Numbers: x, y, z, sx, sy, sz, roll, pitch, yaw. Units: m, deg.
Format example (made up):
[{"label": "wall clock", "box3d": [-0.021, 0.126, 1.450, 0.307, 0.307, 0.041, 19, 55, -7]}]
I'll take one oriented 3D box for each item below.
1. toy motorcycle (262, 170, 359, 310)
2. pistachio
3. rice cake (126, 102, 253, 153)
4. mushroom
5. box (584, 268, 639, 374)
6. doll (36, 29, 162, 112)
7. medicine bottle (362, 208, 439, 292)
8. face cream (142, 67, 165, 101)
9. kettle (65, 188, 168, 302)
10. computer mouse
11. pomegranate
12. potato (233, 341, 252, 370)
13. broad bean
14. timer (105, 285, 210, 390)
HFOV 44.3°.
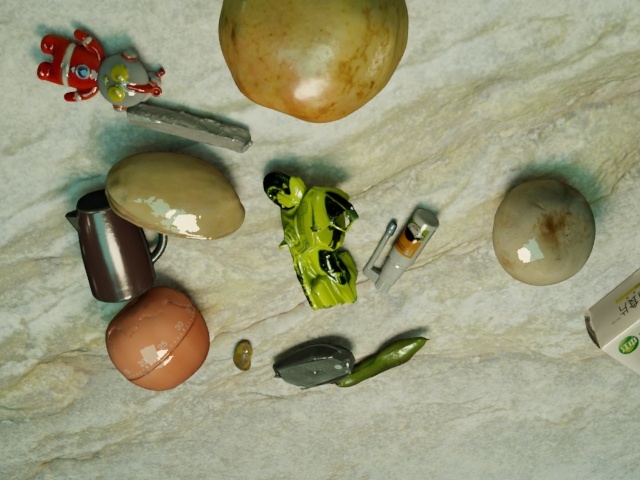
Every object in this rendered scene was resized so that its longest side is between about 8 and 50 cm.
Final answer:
[{"label": "toy motorcycle", "box3d": [0.001, -0.001, 1.699, 0.206, 0.142, 0.342, 17, 137, 40]}, {"label": "pistachio", "box3d": [-0.296, -0.091, 1.628, 0.293, 0.181, 0.162, 15, 153, -17]}, {"label": "rice cake", "box3d": [-0.269, -0.231, 1.602, 0.270, 0.049, 0.055, 13, 147, -6]}, {"label": "mushroom", "box3d": [0.461, -0.018, 1.650, 0.227, 0.178, 0.226, -5, 104, -21]}, {"label": "box", "box3d": [0.779, 0.150, 1.758, 0.173, 0.145, 0.333, 32, 121, -16]}, {"label": "doll", "box3d": [-0.426, -0.321, 1.526, 0.245, 0.076, 0.142, 19, 113, 2]}, {"label": "medicine bottle", "box3d": [0.173, 0.020, 1.757, 0.092, 0.061, 0.220, 35, 123, 8]}, {"label": "face cream", "box3d": [-0.341, -0.312, 1.566, 0.083, 0.021, 0.040, -36, 113, 25]}, {"label": "kettle", "box3d": [-0.436, -0.001, 1.729, 0.202, 0.144, 0.232, -13, 122, -10]}, {"label": "computer mouse", "box3d": [-0.017, 0.305, 1.962, 0.231, 0.071, 0.126, -22, 135, 30]}, {"label": "pomegranate", "box3d": [-0.015, -0.374, 1.334, 0.343, 0.342, 0.342, 2, 126, 2]}, {"label": "potato", "box3d": [-0.196, 0.293, 1.976, 0.046, 0.045, 0.092, -16, 135, -30]}, {"label": "broad bean", "box3d": [0.134, 0.309, 1.954, 0.325, 0.067, 0.075, -31, 132, 26]}, {"label": "timer", "box3d": [-0.378, 0.227, 1.829, 0.230, 0.229, 0.215, -28, 110, 21]}]
